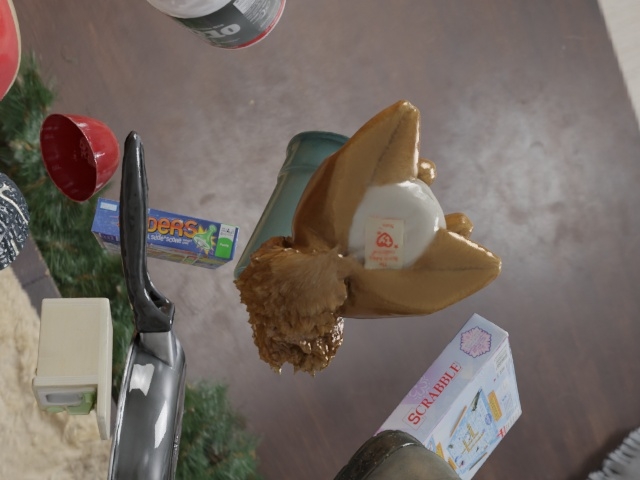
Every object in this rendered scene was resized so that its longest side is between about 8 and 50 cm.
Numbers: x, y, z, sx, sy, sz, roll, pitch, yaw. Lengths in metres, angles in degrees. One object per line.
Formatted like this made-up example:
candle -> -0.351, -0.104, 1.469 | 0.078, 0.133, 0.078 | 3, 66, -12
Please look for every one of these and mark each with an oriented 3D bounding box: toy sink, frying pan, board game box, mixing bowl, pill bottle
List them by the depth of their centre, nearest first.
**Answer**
frying pan -> -0.125, 0.088, 0.637 | 0.053, 0.197, 0.326 | 7, 94, -6
board game box -> -0.165, -0.002, 0.899 | 0.136, 0.201, 0.035 | 12, 83, -11
pill bottle -> -0.151, -0.355, 1.112 | 0.161, 0.283, 0.161 | 0, 90, 11
board game box -> 0.181, 0.311, 1.308 | 0.318, 0.066, 0.318 | -47, 147, -16
toy sink -> -0.458, 0.243, 1.583 | 0.131, 0.152, 0.234 | 0, 63, -10
mixing bowl -> -0.469, -0.177, 1.715 | 0.098, 0.181, 0.181 | -28, 104, -45

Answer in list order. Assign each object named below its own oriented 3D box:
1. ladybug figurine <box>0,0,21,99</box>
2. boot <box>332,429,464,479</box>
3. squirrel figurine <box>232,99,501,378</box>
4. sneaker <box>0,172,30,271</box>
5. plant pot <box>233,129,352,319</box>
ladybug figurine -> -0.451, -0.164, 0.861 | 0.162, 0.449, 0.305 | 39, 122, -7
boot -> 0.027, 0.245, 0.573 | 0.246, 0.161, 0.083 | -48, 116, -10
squirrel figurine -> 0.032, 0.020, 1.324 | 0.397, 0.370, 0.281 | -37, 95, -7
sneaker -> -0.445, 0.026, 0.957 | 0.110, 0.122, 0.283 | 62, 41, -35
plant pot -> 0.000, 0.000, 1.847 | 0.341, 0.341, 0.334 | 37, 66, -16
